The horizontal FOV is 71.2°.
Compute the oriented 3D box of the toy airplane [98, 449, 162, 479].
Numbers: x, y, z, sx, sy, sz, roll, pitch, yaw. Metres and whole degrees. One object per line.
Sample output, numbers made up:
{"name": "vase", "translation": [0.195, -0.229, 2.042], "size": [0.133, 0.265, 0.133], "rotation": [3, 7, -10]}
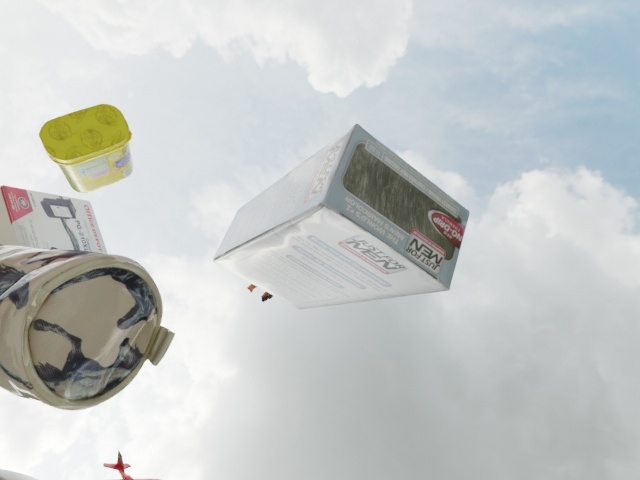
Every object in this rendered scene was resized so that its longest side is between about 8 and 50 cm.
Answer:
{"name": "toy airplane", "translation": [-0.426, 0.519, 0.979], "size": [0.151, 0.151, 0.028], "rotation": [29, -91, 6]}

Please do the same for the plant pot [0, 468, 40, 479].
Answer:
{"name": "plant pot", "translation": [-0.556, 0.497, 0.771], "size": [0.215, 0.230, 0.216], "rotation": [0, -111, 0]}

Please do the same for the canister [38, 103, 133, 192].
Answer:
{"name": "canister", "translation": [-0.388, -0.149, 0.764], "size": [0.126, 0.170, 0.074], "rotation": [-28, -93, -23]}

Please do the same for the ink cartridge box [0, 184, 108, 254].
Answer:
{"name": "ink cartridge box", "translation": [-0.644, -0.017, 1.055], "size": [0.100, 0.237, 0.172], "rotation": [-26, -101, 15]}

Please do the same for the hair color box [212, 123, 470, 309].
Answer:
{"name": "hair color box", "translation": [0.000, 0.000, 0.643], "size": [0.185, 0.374, 0.114], "rotation": [32, -115, -21]}

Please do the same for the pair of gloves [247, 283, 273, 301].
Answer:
{"name": "pair of gloves", "translation": [-0.104, 0.083, 0.886], "size": [0.074, 0.010, 0.083], "rotation": [-49, -142, -13]}

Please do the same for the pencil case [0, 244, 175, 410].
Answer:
{"name": "pencil case", "translation": [-0.380, 0.080, 0.540], "size": [0.409, 0.183, 0.160], "rotation": [5, -102, 27]}
